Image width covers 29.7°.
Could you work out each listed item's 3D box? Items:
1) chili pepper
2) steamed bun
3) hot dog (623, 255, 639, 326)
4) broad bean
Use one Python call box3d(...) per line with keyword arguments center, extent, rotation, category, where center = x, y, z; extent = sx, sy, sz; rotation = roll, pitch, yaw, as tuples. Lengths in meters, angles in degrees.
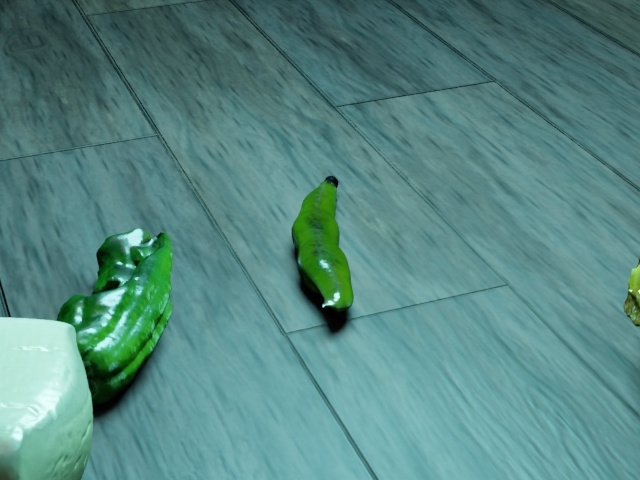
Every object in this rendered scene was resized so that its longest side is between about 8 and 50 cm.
box3d(center=(-0.195, 0.062, 1.169), extent=(0.099, 0.083, 0.253), rotation=(-6, 26, 9), category="chili pepper")
box3d(center=(-0.275, 0.158, 0.927), extent=(0.200, 0.154, 0.250), rotation=(1, 24, -4), category="steamed bun")
box3d(center=(0.453, 0.008, 1.129), extent=(0.405, 0.185, 0.223), rotation=(-12, 16, -17), category="hot dog")
box3d(center=(-0.001, 0.000, 1.307), extent=(0.060, 0.043, 0.297), rotation=(7, 28, -7), category="broad bean")
